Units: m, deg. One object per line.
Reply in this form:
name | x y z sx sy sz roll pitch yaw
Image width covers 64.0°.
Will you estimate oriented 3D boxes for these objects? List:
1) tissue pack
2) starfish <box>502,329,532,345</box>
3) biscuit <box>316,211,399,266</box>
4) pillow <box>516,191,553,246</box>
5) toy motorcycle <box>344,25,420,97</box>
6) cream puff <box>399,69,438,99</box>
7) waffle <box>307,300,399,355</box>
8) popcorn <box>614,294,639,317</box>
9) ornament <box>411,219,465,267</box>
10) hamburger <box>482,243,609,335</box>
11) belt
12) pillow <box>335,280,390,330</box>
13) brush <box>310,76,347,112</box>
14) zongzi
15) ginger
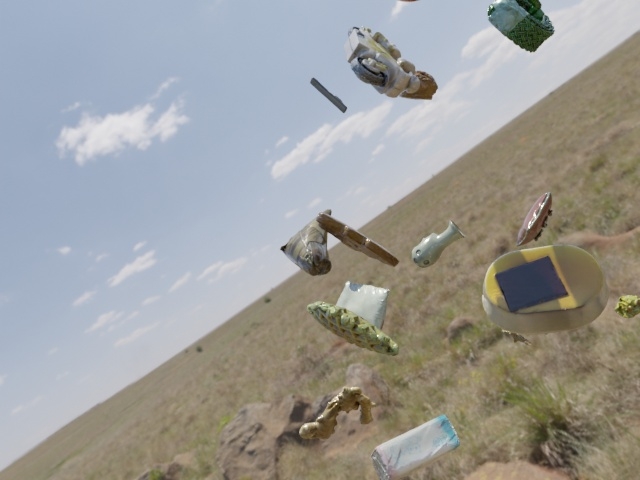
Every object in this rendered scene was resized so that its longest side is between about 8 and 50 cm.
tissue pack | 0.314 0.703 1.719 0.271 0.124 0.201 -20 -30 -13
starfish | 0.533 0.259 1.393 0.016 0.086 0.092 -51 28 -12
biscuit | 0.124 0.003 1.605 0.043 0.302 0.278 -59 -28 -4
pillow | 0.751 -0.067 1.779 0.171 0.075 0.179 -55 -21 -10
toy motorcycle | 0.170 -0.482 1.396 0.107 0.223 0.340 -55 24 34
cream puff | 0.395 -0.633 2.089 0.166 0.115 0.150 0 15 -12
waffle | 0.071 0.206 1.198 0.054 0.214 0.208 -60 13 -18
popcorn | 0.929 0.200 1.537 0.083 0.068 0.059 -33 28 19
ornament | 0.329 0.013 1.461 0.156 0.081 0.075 -41 -32 16
hamburger | 0.560 0.126 1.294 0.296 0.226 0.151 -7 -35 20
belt | 0.437 -0.484 1.105 0.079 0.151 0.121 -50 13 46
pillow | 0.113 0.185 1.443 0.229 0.051 0.128 5 75 62
brush | 0.036 -0.566 1.986 0.028 0.190 0.034 -38 -14 -37
zongzi | 0.000 0.000 2.146 0.288 0.134 0.286 -47 33 -7
ginger | 0.047 0.463 1.373 0.194 0.176 0.052 6 16 -14
